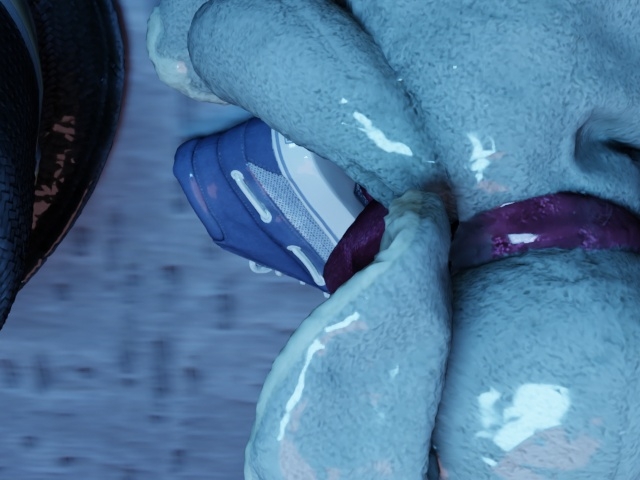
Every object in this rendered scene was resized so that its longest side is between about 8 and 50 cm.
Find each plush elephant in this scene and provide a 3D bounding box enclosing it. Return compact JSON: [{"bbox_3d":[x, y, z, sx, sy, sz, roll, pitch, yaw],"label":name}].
[{"bbox_3d":[0.076,0.004,0.533,0.272,0.255,0.330,11,171,-17],"label":"plush elephant"}]

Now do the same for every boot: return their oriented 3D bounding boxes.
[{"bbox_3d":[0.000,0.000,0.766,0.086,0.069,0.190,-13,131,27],"label":"boot"}]

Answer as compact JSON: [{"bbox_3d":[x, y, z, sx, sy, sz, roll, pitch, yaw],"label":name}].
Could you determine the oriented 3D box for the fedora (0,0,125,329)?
[{"bbox_3d":[-0.230,-0.009,0.616,0.334,0.152,0.334,-12,135,-13],"label":"fedora"}]
